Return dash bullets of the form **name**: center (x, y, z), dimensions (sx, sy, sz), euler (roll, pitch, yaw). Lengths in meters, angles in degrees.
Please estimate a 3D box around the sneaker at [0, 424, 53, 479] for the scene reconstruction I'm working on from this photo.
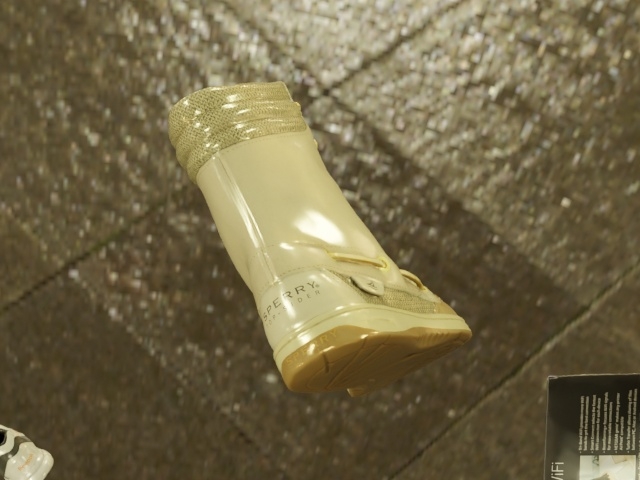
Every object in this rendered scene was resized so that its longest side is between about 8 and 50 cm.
- **sneaker**: center (-0.220, 0.137, 1.101), dimensions (0.044, 0.109, 0.040), euler (48, 62, -29)

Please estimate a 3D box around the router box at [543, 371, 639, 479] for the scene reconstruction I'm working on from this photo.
- **router box**: center (0.275, 0.245, 1.128), dimensions (0.243, 0.081, 0.308), euler (-4, 74, 31)

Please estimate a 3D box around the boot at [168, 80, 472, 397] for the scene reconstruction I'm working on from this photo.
- **boot**: center (0.000, 0.000, 1.097), dimensions (0.095, 0.262, 0.203), euler (-33, 75, 17)
